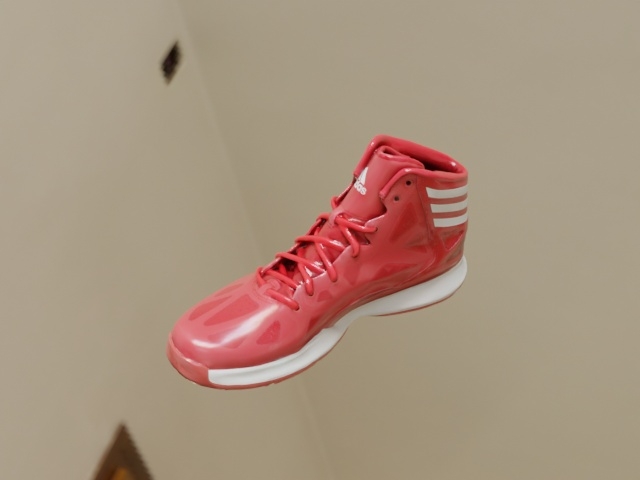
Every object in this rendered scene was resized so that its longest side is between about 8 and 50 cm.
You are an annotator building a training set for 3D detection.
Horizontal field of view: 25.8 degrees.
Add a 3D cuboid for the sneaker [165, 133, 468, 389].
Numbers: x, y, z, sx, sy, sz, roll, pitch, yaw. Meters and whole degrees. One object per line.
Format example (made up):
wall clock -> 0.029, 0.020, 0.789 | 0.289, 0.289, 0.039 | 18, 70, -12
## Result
sneaker -> 0.000, 0.000, 0.870 | 0.087, 0.221, 0.128 | 39, -38, 37
